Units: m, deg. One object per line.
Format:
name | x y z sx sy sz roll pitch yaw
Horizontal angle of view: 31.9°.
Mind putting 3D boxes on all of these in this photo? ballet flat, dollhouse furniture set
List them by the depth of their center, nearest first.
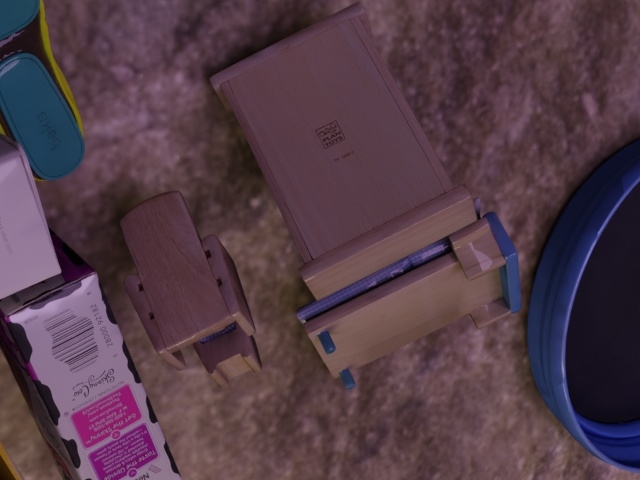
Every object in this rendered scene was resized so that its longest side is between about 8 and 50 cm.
ballet flat | -0.223 -0.142 0.761 0.077 0.077 0.231 -31 134 -22
dollhouse furniture set | 0.000 0.000 0.979 0.286 0.198 0.303 -26 153 1

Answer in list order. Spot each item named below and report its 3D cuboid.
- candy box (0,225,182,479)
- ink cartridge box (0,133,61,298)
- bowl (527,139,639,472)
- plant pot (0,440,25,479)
candy box | -0.183 0.110 0.840 0.071 0.159 0.233 -28 119 -20
ink cartridge box | -0.301 0.006 0.728 0.219 0.160 0.093 -25 116 -23
bowl | 0.388 0.062 1.238 0.391 0.077 0.391 -11 112 -29
plant pot | -0.322 0.175 0.755 0.212 0.187 0.212 -32 122 -19
